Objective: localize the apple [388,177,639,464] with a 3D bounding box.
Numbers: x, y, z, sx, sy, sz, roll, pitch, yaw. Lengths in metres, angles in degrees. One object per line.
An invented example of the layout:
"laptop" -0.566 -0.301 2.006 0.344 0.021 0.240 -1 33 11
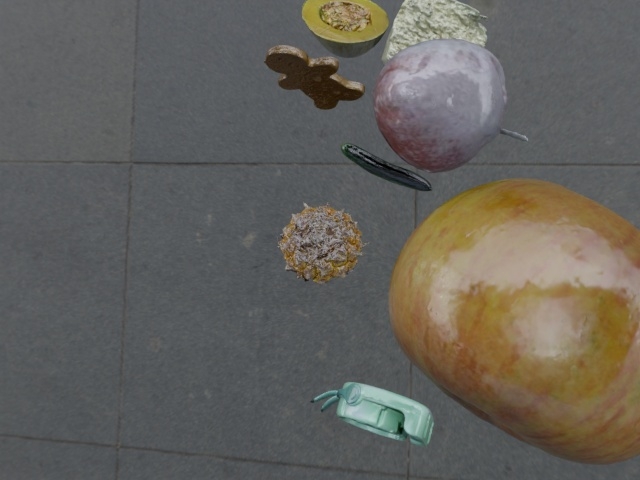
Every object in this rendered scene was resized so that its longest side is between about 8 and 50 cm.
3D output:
"apple" 0.297 0.093 0.792 0.400 0.400 0.333 30 79 10

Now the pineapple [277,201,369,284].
"pineapple" 0.000 0.000 1.367 0.224 0.076 0.225 0 71 1

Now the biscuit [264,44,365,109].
"biscuit" -0.016 -0.307 1.062 0.138 0.205 0.031 -9 71 43

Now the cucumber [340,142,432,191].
"cucumber" 0.184 -0.201 1.616 0.284 0.056 0.056 25 92 -1

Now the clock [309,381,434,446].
"clock" 0.060 0.196 0.659 0.135 0.101 0.041 11 68 22

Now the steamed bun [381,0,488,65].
"steamed bun" 0.316 -0.558 1.736 0.290 0.273 0.272 36 69 -2

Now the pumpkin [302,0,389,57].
"pumpkin" 0.059 -0.525 1.438 0.217 0.110 0.217 1 59 -2

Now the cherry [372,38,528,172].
"cherry" 0.291 -0.341 1.391 0.326 0.335 0.291 -41 41 4
